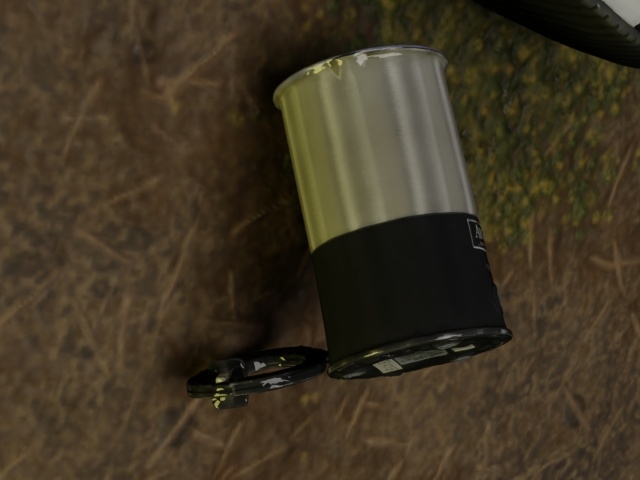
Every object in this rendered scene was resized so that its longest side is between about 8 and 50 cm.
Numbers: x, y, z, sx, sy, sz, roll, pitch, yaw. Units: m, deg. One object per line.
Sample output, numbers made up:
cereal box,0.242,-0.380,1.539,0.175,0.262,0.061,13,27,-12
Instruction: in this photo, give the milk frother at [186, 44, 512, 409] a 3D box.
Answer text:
milk frother,0.000,0.000,0.648,0.143,0.129,0.134,-10,76,-8

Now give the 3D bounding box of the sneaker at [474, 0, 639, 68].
sneaker,0.086,-0.195,0.623,0.330,0.122,0.146,34,85,-43
